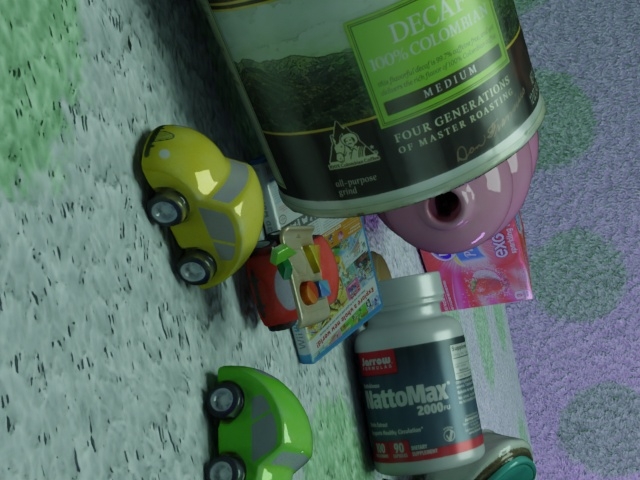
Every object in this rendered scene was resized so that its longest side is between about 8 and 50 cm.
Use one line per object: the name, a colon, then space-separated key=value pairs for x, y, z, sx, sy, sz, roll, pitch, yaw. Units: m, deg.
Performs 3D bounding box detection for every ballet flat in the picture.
ballet flat: x=0.177 y=0.292 z=1.161 sx=0.400 sy=0.139 sz=0.139 roll=63 pitch=21 yaw=-58

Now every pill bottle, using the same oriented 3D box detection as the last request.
pill bottle: x=0.089 y=0.125 z=0.935 sx=0.108 sy=0.108 sz=0.180 roll=7 pitch=73 yaw=-75

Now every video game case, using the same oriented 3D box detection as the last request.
video game case: x=0.000 y=0.000 z=0.792 sx=0.119 sy=0.015 sz=0.166 roll=-32 pitch=112 yaw=-53

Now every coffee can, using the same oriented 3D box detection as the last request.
coffee can: x=0.016 y=-0.182 z=0.646 sx=0.201 sy=0.201 sz=0.275 roll=-74 pitch=146 yaw=-60

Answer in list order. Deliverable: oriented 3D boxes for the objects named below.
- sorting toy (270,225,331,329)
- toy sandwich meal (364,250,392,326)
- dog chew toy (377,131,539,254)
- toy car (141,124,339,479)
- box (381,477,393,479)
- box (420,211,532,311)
sorting toy: x=-0.011 y=0.021 z=0.587 sx=0.083 sy=0.012 sz=0.062 roll=-4 pitch=84 yaw=-73
toy sandwich meal: x=0.058 y=0.053 z=1.030 sx=0.085 sy=0.029 sz=0.086 roll=-16 pitch=90 yaw=-75
dog chew toy: x=0.135 y=-0.084 z=1.045 sx=0.332 sy=0.206 sz=0.207 roll=-67 pitch=144 yaw=-71
toy car: x=-0.033 y=0.064 z=0.604 sx=0.239 sy=0.053 sz=0.225 roll=44 pitch=39 yaw=-61
box: x=0.122 y=0.309 z=0.792 sx=0.220 sy=0.175 sz=0.051 roll=-79 pitch=-177 yaw=-54
box: x=0.214 y=-0.049 z=1.456 sx=0.142 sy=0.154 sz=0.300 roll=-84 pitch=159 yaw=-47
